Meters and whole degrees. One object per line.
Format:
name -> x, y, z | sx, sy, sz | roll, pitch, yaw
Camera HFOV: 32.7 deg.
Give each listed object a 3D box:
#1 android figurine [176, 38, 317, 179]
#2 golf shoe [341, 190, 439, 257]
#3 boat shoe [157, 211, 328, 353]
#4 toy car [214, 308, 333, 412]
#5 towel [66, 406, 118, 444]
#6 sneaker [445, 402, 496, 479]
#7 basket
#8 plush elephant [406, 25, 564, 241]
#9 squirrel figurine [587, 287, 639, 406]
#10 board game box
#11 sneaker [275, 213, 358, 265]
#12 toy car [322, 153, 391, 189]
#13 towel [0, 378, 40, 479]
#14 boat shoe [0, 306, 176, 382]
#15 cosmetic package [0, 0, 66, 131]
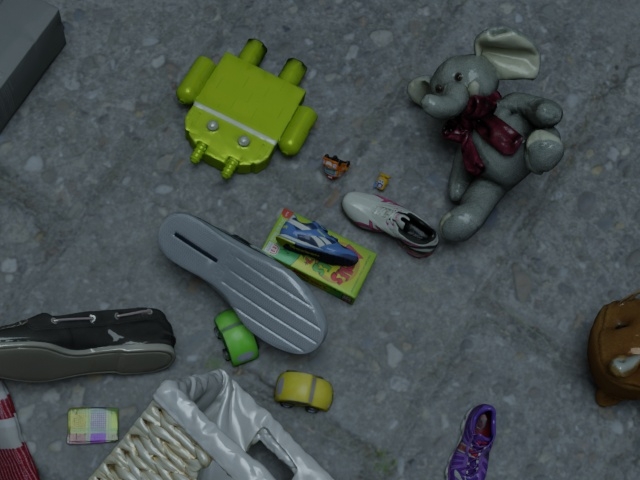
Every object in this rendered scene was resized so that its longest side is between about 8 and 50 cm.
android figurine -> -0.138, -0.232, 1.958 | 0.248, 0.056, 0.273 | 28, 68, 4
golf shoe -> 0.124, -0.041, 1.900 | 0.186, 0.086, 0.067 | 27, 71, 5
boat shoe -> -0.115, 0.057, 1.816 | 0.335, 0.119, 0.121 | 39, 104, 10
toy car -> -0.117, 0.212, 1.796 | 0.239, 0.053, 0.225 | -20, 74, -13
towel -> -0.369, 0.298, 1.760 | 0.083, 0.009, 0.060 | -1, 70, -8
sneaker -> 0.249, 0.345, 1.780 | 0.068, 0.071, 0.169 | 14, 70, -1
basket -> -0.147, 0.391, 1.564 | 0.328, 0.331, 0.266 | 43, 94, 10
plush elephant -> 0.278, -0.216, 1.894 | 0.255, 0.272, 0.330 | 43, 42, -4
squirrel figurine -> 0.638, 0.222, 1.770 | 0.371, 0.281, 0.397 | -10, 69, -3
board game box -> -0.004, 0.027, 1.882 | 0.181, 0.043, 0.092 | 26, 69, 4
sneaker -> 0.000, 0.000, 1.841 | 0.144, 0.053, 0.059 | 21, 67, 0
toy car -> 0.059, -0.116, 1.937 | 0.122, 0.060, 0.040 | 23, 101, 9
towel -> -0.527, 0.268, 1.639 | 0.037, 0.237, 0.329 | -27, 74, 12
boat shoe -> -0.397, 0.159, 1.739 | 0.335, 0.112, 0.095 | 2, 51, -25
cosmetic package -> -0.551, -0.309, 1.901 | 0.107, 0.127, 0.238 | 26, 68, 3
